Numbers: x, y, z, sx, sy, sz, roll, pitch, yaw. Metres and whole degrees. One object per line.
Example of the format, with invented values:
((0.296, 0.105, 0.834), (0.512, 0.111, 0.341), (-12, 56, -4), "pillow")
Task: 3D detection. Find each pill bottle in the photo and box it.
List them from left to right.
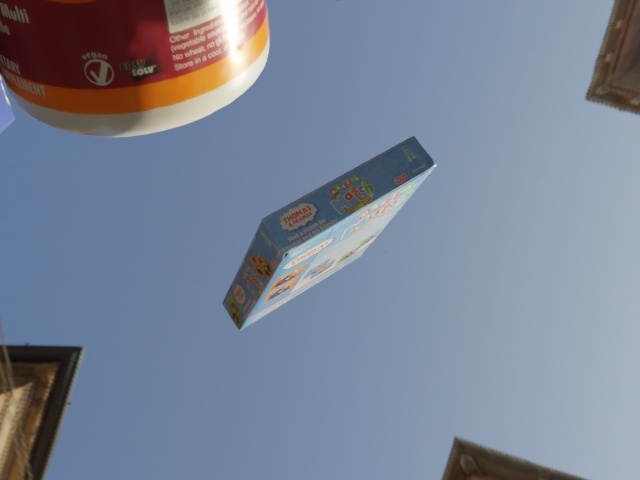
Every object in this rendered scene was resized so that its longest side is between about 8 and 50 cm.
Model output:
((-0.087, -0.160, 0.306), (0.121, 0.121, 0.221), (0, -48, 5), "pill bottle")

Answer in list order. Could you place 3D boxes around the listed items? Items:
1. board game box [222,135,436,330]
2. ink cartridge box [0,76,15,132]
((0.000, 0.000, 0.746), (0.160, 0.211, 0.039), (-30, -100, -25), "board game box")
((-0.189, -0.143, 0.352), (0.046, 0.097, 0.207), (-17, -74, -12), "ink cartridge box")
